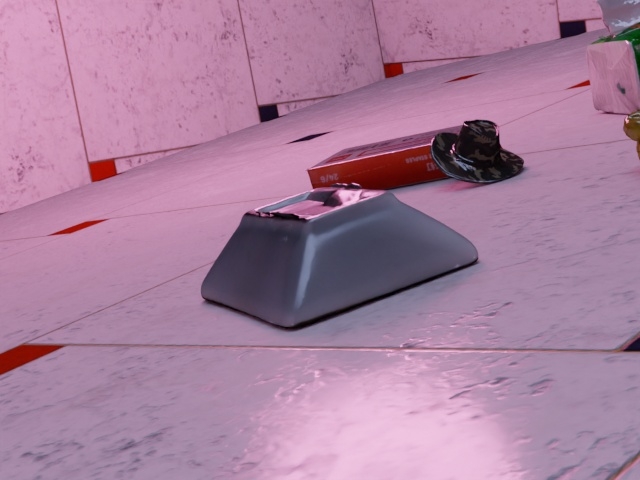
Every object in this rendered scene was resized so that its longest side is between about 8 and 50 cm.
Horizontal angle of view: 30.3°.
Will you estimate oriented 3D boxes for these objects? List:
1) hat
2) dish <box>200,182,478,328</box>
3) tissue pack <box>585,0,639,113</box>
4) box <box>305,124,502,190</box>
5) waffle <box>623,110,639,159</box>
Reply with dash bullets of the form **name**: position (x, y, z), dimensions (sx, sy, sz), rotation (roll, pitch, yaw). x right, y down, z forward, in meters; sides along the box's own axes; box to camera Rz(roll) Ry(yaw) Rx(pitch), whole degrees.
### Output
- **hat**: position (0.185, -0.110, 1.370), dimensions (0.121, 0.050, 0.121), rotation (5, 30, -3)
- **dish**: position (0.000, 0.000, 1.040), dimensions (0.181, 0.080, 0.243), rotation (-19, 11, -21)
- **tissue pack**: position (0.482, -0.272, 1.604), dimensions (0.208, 0.156, 0.148), rotation (-16, 12, -9)
- **box**: position (0.109, -0.103, 1.528), dimensions (0.229, 0.050, 0.123), rotation (-9, 13, 28)
- **waffle**: position (0.437, -0.122, 1.096), dimensions (0.302, 0.068, 0.325), rotation (-19, 9, -20)
